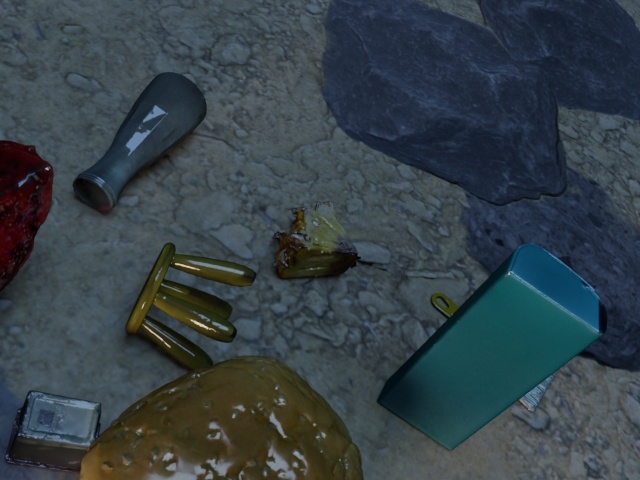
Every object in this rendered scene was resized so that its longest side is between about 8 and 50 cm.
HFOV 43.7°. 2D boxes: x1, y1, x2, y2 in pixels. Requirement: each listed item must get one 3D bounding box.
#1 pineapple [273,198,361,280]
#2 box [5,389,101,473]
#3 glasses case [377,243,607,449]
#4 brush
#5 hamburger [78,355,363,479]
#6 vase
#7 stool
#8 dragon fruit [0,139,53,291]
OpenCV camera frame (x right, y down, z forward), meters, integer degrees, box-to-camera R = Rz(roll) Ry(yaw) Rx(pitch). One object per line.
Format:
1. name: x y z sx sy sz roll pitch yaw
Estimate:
1. pineapple: 0.000 0.000 1.060 0.116 0.069 0.137 32 45 -1
2. box: -0.258 0.187 0.787 0.084 0.063 0.060 16 48 -17
3. glasses case: 0.184 0.128 0.898 0.117 0.301 0.070 35 46 0
4. brush: 0.234 0.143 1.110 0.205 0.011 0.083 42 49 9
5. hamburger: -0.086 0.249 0.776 0.259 0.145 0.283 42 42 12
6. vase: -0.234 -0.126 1.034 0.086 0.086 0.214 32 52 -2
7. stool: -0.148 0.072 0.901 0.110 0.135 0.134 27 92 -10
8. dragon fruit: -0.432 0.016 0.791 0.205 0.152 0.317 31 53 25
